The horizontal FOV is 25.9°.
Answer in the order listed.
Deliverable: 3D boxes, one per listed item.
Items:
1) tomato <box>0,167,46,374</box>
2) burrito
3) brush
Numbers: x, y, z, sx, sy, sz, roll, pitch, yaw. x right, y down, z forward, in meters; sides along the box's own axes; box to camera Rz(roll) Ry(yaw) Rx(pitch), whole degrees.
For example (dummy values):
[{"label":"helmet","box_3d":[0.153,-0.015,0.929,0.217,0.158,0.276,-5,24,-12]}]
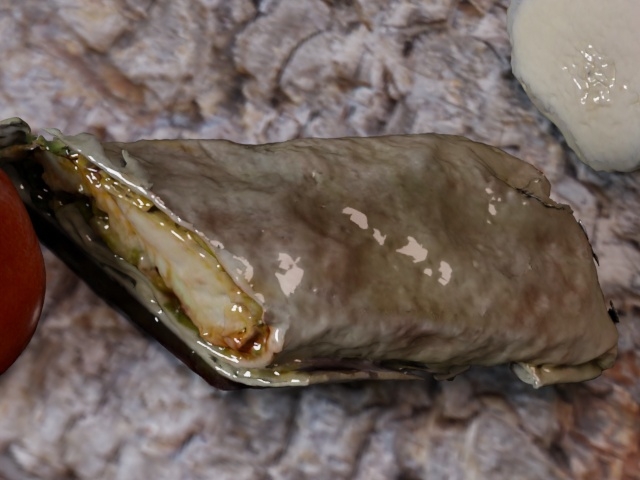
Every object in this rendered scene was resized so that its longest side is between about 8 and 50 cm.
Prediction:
[{"label":"tomato","box_3d":[-0.202,-0.004,0.673,0.139,0.091,0.159,-18,64,-33]},{"label":"burrito","box_3d":[0.003,0.008,0.753,0.347,0.107,0.175,4,38,-24]},{"label":"brush","box_3d":[0.261,-0.172,0.908,0.166,0.267,0.174,-17,71,-36]}]
